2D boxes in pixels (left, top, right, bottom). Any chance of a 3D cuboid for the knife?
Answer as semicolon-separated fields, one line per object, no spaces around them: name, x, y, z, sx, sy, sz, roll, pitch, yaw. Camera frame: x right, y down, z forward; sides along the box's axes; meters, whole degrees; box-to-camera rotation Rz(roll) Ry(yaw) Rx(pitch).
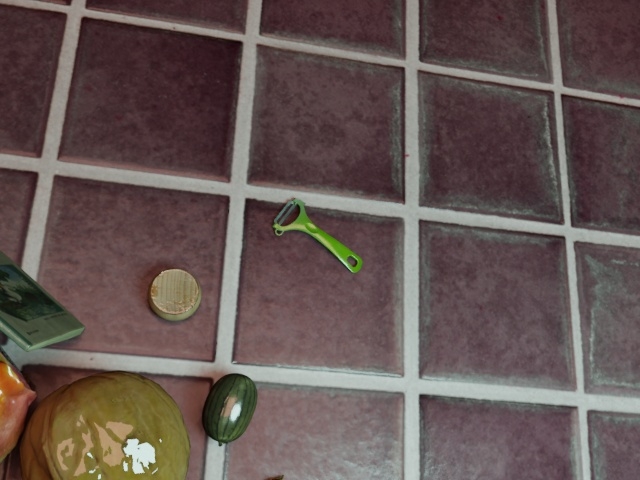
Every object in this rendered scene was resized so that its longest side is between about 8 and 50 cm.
knife;0.000;-0.001;1.308;0.166;0.022;0.078;36;72;3

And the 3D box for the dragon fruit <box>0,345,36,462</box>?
dragon fruit;-0.491;0.176;0.993;0.189;0.290;0.290;-39;83;-28

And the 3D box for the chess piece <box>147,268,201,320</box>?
chess piece;-0.229;0.085;1.214;0.084;0.038;0.083;4;72;-11

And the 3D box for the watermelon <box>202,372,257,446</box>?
watermelon;-0.136;0.251;1.153;0.078;0.078;0.110;24;69;-4

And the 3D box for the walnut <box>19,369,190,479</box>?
walnut;-0.286;0.289;1.041;0.228;0.228;0.227;4;70;-12

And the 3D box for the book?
book;-0.473;0.049;1.085;0.283;0.215;0.025;40;92;1

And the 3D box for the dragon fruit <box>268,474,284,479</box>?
dragon fruit;-0.007;0.417;1.122;0.094;0.094;0.190;-27;67;-20
